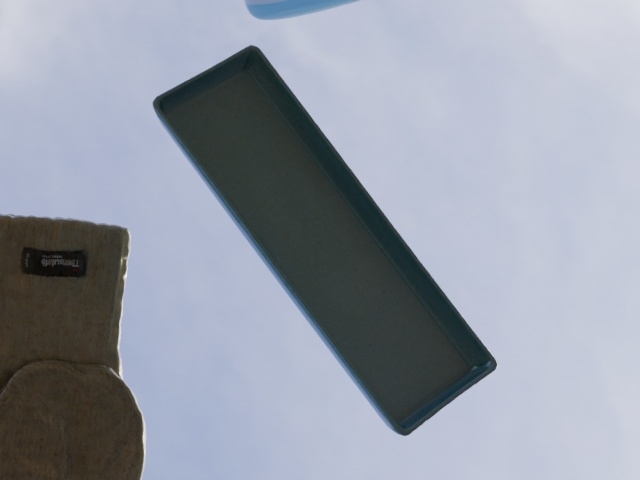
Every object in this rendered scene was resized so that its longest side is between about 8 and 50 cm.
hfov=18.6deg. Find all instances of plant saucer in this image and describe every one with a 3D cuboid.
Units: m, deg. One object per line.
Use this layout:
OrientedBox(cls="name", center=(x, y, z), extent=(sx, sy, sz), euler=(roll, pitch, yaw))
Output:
OrientedBox(cls="plant saucer", center=(0.000, 0.000, 0.900), extent=(0.067, 0.018, 0.192), euler=(-33, -97, -33))

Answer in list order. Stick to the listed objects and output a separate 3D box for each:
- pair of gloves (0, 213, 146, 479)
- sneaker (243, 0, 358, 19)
OrientedBox(cls="pair of gloves", center=(-0.201, 0.089, 0.910), extent=(0.240, 0.042, 0.204), euler=(-2, -95, -23))
OrientedBox(cls="sneaker", center=(0.023, -0.268, 1.265), extent=(0.127, 0.319, 0.208), euler=(-33, -74, -38))
